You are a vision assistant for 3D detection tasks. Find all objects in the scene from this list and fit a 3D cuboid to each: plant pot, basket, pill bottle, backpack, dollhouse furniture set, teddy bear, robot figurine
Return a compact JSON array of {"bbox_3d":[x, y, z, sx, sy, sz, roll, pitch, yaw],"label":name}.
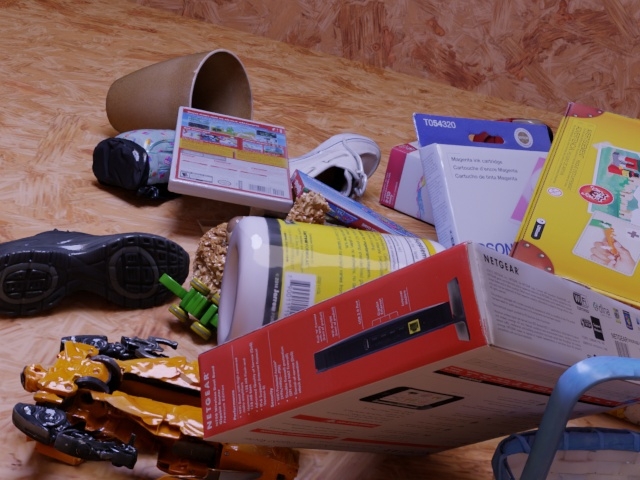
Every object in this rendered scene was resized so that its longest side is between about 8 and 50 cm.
[{"bbox_3d":[-0.305,-0.275,1.768,0.254,0.237,0.237,7,17,26],"label":"plant pot"},{"bbox_3d":[0.265,0.222,0.720,0.254,0.289,0.201,7,31,-20],"label":"basket"},{"bbox_3d":[0.053,0.082,1.036,0.334,0.188,0.188,8,22,-13],"label":"pill bottle"},{"bbox_3d":[-0.302,-0.145,1.556,0.152,0.115,0.182,24,22,34],"label":"backpack"},{"bbox_3d":[-0.139,-0.039,1.424,0.114,0.081,0.091,2,24,-25],"label":"dollhouse furniture set"},{"bbox_3d":[-0.013,0.037,1.204,0.338,0.113,0.245,27,62,13],"label":"teddy bear"},{"bbox_3d":[-0.163,0.181,0.872,0.291,0.085,0.211,13,21,-1],"label":"robot figurine"}]

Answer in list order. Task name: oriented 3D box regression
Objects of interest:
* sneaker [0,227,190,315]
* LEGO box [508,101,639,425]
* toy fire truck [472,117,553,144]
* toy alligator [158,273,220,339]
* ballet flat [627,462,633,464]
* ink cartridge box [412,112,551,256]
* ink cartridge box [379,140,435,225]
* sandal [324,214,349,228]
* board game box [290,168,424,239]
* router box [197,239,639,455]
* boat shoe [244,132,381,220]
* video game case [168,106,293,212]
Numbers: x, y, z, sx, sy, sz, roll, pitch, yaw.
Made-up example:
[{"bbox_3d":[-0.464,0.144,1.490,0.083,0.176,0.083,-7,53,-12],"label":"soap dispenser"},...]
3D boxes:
[{"bbox_3d":[-0.317,0.026,1.152,0.286,0.109,0.130,1,18,-31],"label":"sneaker"},{"bbox_3d":[0.486,0.025,1.274,0.372,0.193,0.500,19,40,14],"label":"LEGO box"},{"bbox_3d":[0.364,-0.156,1.838,0.246,0.217,0.158,8,15,33],"label":"toy fire truck"},{"bbox_3d":[-0.135,0.106,1.123,0.189,0.056,0.051,35,-9,16],"label":"toy alligator"},{"bbox_3d":[0.366,0.272,0.993,0.114,0.041,0.041,25,25,30],"label":"ballet flat"},{"bbox_3d":[0.345,-0.090,1.564,0.324,0.330,0.071,0,-20,-27],"label":"ink cartridge box"},{"bbox_3d":[0.236,-0.113,1.745,0.176,0.127,0.128,25,24,29],"label":"ink cartridge box"},{"bbox_3d":[-0.001,-0.001,1.398,0.120,0.086,0.303,11,22,-4],"label":"sandal"},{"bbox_3d":[0.080,-0.032,1.460,0.281,0.027,0.145,28,12,-13],"label":"board game box"},{"bbox_3d":[0.111,0.123,0.788,0.335,0.301,0.082,19,56,-45],"label":"router box"},{"bbox_3d":[0.030,-0.111,1.624,0.156,0.136,0.367,27,29,33],"label":"boat shoe"},{"bbox_3d":[-0.155,-0.146,1.492,0.204,0.025,0.285,10,32,-12],"label":"video game case"}]
